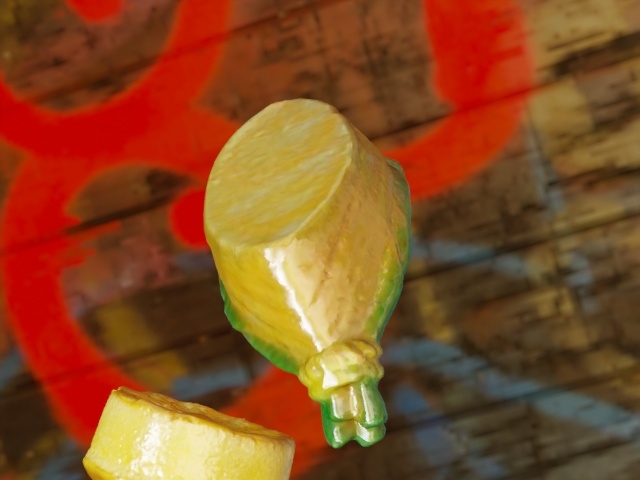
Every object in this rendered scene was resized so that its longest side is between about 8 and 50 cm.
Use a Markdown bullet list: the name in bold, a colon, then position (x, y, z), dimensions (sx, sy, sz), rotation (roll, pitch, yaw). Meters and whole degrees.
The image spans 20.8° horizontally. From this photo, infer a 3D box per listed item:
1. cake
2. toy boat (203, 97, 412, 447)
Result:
- **cake**: position (-0.051, 0.089, 0.696), dimensions (0.084, 0.084, 0.044), rotation (21, -93, -70)
- **toy boat**: position (0.000, 0.000, 0.738), dimensions (0.229, 0.089, 0.088), rotation (-94, -19, -64)
